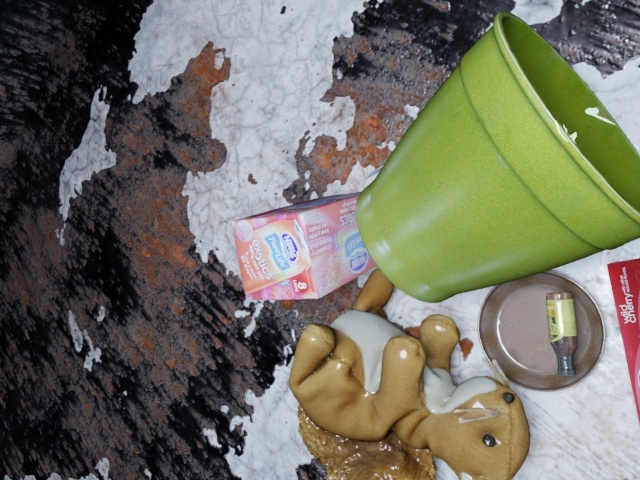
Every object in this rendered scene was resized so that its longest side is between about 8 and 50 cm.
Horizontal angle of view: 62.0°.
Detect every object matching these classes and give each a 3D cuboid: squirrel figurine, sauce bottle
[{"bbox_3d":[0.148,0.310,0.918,0.370,0.281,0.397,27,115,21],"label":"squirrel figurine"},{"bbox_3d":[0.378,0.145,0.831,0.042,0.042,0.128,-8,79,32],"label":"sauce bottle"}]

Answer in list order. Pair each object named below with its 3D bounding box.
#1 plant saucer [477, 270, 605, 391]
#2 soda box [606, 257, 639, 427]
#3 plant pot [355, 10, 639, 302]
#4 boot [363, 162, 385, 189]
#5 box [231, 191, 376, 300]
[{"bbox_3d":[0.365,0.148,0.887,0.199,0.036,0.198,-3,84,33],"label":"plant saucer"},{"bbox_3d":[0.492,0.155,0.763,0.083,0.092,0.263,-17,76,46],"label":"soda box"},{"bbox_3d":[0.251,-0.083,0.824,0.353,0.366,0.366,-38,66,37],"label":"plant pot"},{"bbox_3d":[0.167,-0.158,1.034,0.190,0.069,0.086,-18,63,28],"label":"boot"},{"bbox_3d":[0.000,0.000,0.968,0.154,0.300,0.142,-5,99,32],"label":"box"}]
